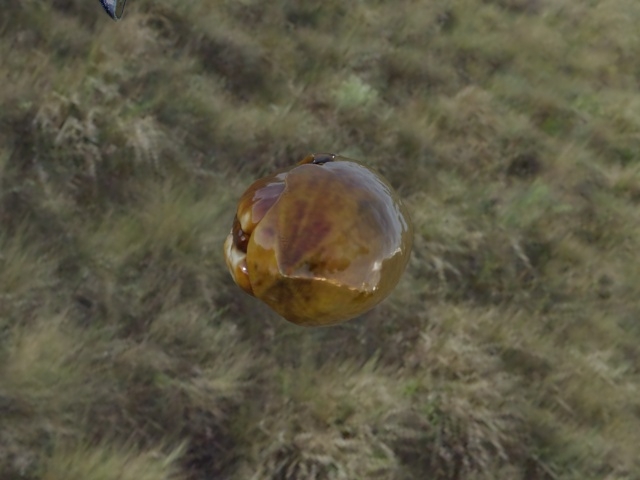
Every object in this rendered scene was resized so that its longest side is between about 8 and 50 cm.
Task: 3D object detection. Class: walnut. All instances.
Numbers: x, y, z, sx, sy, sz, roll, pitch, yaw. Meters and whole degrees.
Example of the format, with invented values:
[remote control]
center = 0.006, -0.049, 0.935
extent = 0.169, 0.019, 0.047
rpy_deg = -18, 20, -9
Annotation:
[walnut]
center = 0.000, 0.000, 0.701
extent = 0.115, 0.116, 0.207
rpy_deg = 37, 18, 2

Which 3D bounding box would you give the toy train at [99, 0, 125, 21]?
[toy train]
center = -0.090, -0.140, 0.481
extent = 0.017, 0.083, 0.017
rpy_deg = 9, -5, 4
